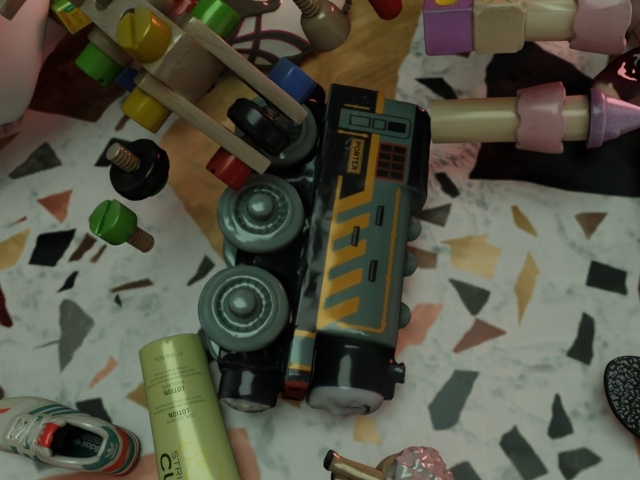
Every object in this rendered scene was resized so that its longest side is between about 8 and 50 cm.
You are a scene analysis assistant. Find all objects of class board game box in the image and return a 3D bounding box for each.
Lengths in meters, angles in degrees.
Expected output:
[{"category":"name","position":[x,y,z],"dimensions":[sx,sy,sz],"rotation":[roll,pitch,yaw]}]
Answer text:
[{"category":"board game box","position":[-0.256,-0.291,0.852],"dimensions":[0.124,0.039,0.259],"rotation":[-37,35,-10]}]

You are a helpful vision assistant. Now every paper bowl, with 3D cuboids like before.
[{"category":"paper bowl","position":[-0.370,-0.231,0.783],"dimensions":[0.148,0.284,0.284],"rotation":[7,63,-29]}]

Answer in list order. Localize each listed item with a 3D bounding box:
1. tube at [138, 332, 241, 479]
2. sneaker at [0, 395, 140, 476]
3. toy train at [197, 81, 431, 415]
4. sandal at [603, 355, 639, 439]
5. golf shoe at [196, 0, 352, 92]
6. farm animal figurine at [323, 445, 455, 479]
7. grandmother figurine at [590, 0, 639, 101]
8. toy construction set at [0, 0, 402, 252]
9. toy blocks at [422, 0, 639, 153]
[{"category":"tube","position":[-0.109,0.204,0.679],"dimensions":[0.070,0.062,0.240],"rotation":[-31,66,37]},{"category":"sneaker","position":[-0.249,0.173,0.694],"dimensions":[0.161,0.075,0.057],"rotation":[12,69,11]},{"category":"toy train","position":[0.000,0.000,0.715],"dimensions":[0.190,0.142,0.333],"rotation":[9,68,-1]},{"category":"sandal","position":[0.322,0.163,0.664],"dimensions":[0.179,0.040,0.067],"rotation":[30,78,2]},{"category":"golf shoe","position":[-0.090,-0.244,0.832],"dimensions":[0.273,0.120,0.105],"rotation":[-25,65,-6]},{"category":"farm animal figurine","position":[0.036,0.355,0.516],"dimensions":[0.172,0.330,0.326],"rotation":[14,41,14]},{"category":"grandmother figurine","position":[0.363,-0.134,0.752],"dimensions":[0.208,0.104,0.342],"rotation":[2,64,-3]},{"category":"toy construction set","position":[-0.119,-0.195,0.614],"dimensions":[0.309,0.237,0.257],"rotation":[-28,54,16]},{"category":"toy blocks","position":[0.227,-0.269,0.670],"dimensions":[0.260,0.308,0.288],"rotation":[1,48,13]}]
